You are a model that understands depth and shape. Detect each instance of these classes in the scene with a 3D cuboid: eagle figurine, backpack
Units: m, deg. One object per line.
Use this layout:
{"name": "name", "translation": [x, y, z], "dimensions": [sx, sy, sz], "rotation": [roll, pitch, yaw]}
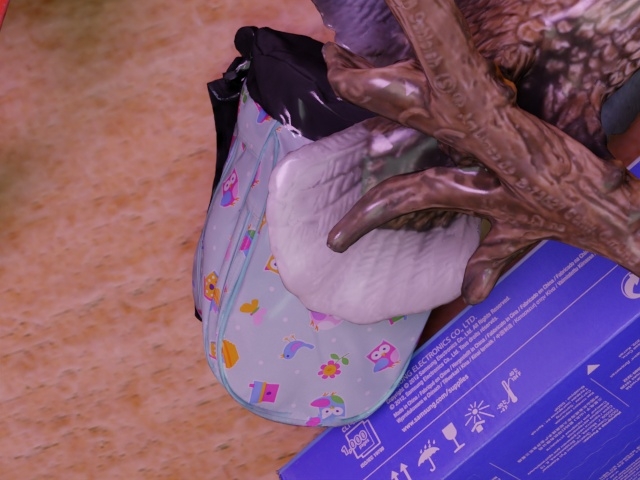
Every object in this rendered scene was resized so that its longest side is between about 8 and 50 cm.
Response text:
{"name": "eagle figurine", "translation": [0.103, -0.110, 0.593], "dimensions": [0.225, 0.298, 0.226], "rotation": [5, 132, 7]}
{"name": "backpack", "translation": [0.000, 0.000, 0.696], "dimensions": [0.152, 0.115, 0.182], "rotation": [17, 111, -13]}

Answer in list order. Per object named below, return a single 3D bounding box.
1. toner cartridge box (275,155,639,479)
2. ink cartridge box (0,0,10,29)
{"name": "toner cartridge box", "translation": [0.158, 0.066, 0.736], "dimensions": [0.348, 0.075, 0.165], "rotation": [-42, 138, 13]}
{"name": "ink cartridge box", "translation": [-0.255, -0.105, 0.560], "dimensions": [0.239, 0.060, 0.275], "rotation": [32, 136, -1]}
